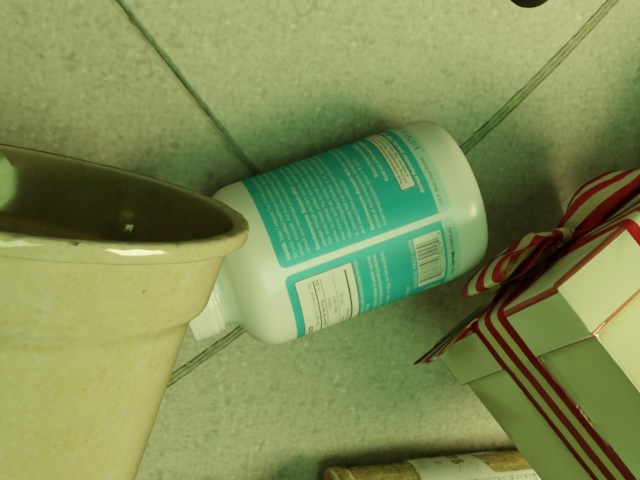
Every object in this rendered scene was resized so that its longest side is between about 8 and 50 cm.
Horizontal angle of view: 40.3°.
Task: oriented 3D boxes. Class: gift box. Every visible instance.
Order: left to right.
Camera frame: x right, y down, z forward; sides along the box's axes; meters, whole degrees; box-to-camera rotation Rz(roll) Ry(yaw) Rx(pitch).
[{"bbox_3d":[0.261,0.095,0.784,0.255,0.276,0.258,-34,86,-30],"label":"gift box"}]

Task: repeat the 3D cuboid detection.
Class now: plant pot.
[{"bbox_3d":[-0.243,0.103,0.598,0.334,0.334,0.305,9,100,-21],"label":"plant pot"}]

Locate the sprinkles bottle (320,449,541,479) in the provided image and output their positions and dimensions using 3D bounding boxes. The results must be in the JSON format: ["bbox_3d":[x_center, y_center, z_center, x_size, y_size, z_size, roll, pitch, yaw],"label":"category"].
[{"bbox_3d":[0.179,0.292,0.958,0.355,0.121,0.121,-1,112,-18],"label":"sprinkles bottle"}]

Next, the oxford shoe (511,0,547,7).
[{"bbox_3d":[0.170,-0.308,0.723,0.076,0.076,0.212,-34,119,-35],"label":"oxford shoe"}]

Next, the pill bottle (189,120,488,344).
[{"bbox_3d":[0.000,0.000,0.764,0.264,0.146,0.146,-19,116,-10],"label":"pill bottle"}]
